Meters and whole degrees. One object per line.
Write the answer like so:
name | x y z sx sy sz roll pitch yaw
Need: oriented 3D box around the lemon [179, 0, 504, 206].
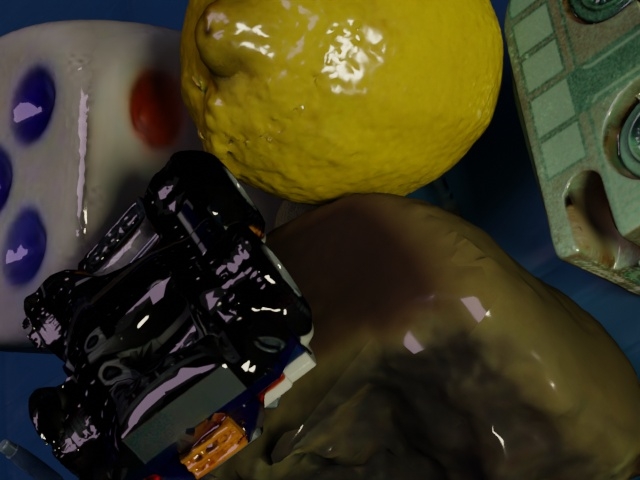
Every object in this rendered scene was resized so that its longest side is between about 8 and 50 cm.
lemon | 0.015 -0.147 0.908 0.245 0.320 0.245 1 91 40

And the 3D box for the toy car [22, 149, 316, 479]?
toy car | -0.106 0.061 0.759 0.193 0.118 0.301 -37 30 1

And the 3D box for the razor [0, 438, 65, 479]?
razor | -0.292 0.253 1.171 0.068 0.135 0.040 -4 49 43

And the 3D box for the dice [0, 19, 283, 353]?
dice | -0.218 -0.036 1.114 0.304 0.277 0.304 -5 79 41

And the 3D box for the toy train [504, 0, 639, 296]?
toy train | 0.241 -0.111 0.856 0.159 0.129 0.326 -33 48 36

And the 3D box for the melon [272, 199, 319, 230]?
melon | 0.000 0.000 1.052 0.098 0.098 0.130 -6 64 43

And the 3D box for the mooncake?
mooncake | 0.027 0.166 0.814 0.394 0.246 0.393 -12 51 41
